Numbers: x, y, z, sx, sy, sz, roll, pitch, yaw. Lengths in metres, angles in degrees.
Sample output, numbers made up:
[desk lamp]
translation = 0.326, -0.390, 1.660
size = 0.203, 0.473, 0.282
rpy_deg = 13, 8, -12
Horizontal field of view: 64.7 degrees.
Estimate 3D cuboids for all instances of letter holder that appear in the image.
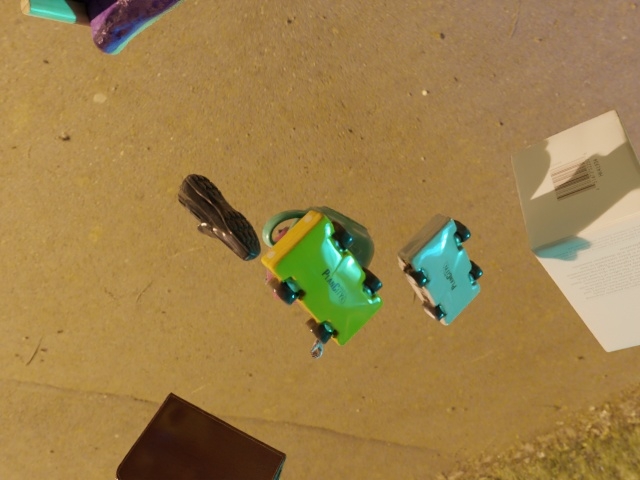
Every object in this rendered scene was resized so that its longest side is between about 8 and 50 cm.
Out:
[letter holder]
translation = -0.260, 0.519, 1.108
size = 0.302, 0.214, 0.152
rpy_deg = 24, 141, 10

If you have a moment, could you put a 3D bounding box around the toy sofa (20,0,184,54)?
[toy sofa]
translation = -0.320, -0.455, 0.813
size = 0.363, 0.150, 0.177
rpy_deg = -15, 94, 30

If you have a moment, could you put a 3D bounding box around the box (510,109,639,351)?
[box]
translation = 0.478, 0.000, 0.834
size = 0.168, 0.215, 0.345
rpy_deg = -24, 131, 32

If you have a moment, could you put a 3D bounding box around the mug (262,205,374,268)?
[mug]
translation = 0.008, 0.005, 0.731
size = 0.097, 0.130, 0.158
rpy_deg = -61, 153, 1

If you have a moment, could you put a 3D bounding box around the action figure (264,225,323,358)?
[action figure]
translation = 0.010, 0.114, 1.316
size = 0.276, 0.370, 0.248
rpy_deg = -32, 127, -27

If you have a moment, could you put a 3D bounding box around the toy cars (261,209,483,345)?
[toy cars]
translation = 0.076, 0.036, 0.655
size = 0.394, 0.087, 0.176
rpy_deg = -1, 117, -39

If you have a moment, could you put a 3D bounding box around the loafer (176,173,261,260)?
[loafer]
translation = -0.200, -0.036, 0.984
size = 0.223, 0.076, 0.078
rpy_deg = 46, 112, 18
